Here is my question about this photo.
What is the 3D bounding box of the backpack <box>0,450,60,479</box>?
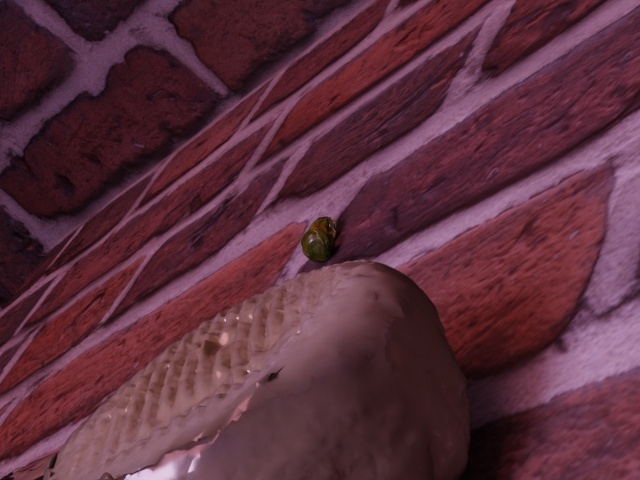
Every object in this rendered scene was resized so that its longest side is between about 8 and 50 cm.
[{"bbox_3d":[-0.288,0.326,1.441,0.229,0.139,0.229,-24,18,8],"label":"backpack"}]

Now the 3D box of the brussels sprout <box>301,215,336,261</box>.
[{"bbox_3d":[0.000,0.000,1.693,0.051,0.046,0.083,-45,5,19],"label":"brussels sprout"}]

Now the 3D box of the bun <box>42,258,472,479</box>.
[{"bbox_3d":[-0.040,0.181,1.019,0.359,0.211,0.360,-32,14,9],"label":"bun"}]
